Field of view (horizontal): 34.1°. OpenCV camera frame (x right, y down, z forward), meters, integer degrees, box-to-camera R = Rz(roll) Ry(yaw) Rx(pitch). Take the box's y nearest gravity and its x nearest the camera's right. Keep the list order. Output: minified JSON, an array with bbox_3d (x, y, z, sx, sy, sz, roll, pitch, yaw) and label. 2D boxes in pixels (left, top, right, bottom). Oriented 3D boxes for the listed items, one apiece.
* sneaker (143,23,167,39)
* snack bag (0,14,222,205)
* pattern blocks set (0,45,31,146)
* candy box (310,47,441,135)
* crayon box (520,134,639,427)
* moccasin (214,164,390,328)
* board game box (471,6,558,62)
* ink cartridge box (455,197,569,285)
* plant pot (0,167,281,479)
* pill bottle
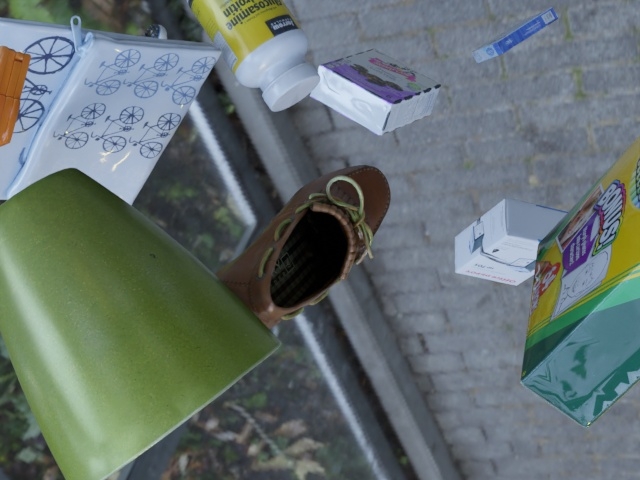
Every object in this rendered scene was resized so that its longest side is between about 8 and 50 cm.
[{"bbox_3d":[-0.321,-0.315,2.048,0.086,0.085,0.237,-1,126,-21],"label":"sneaker"},{"bbox_3d":[-0.330,-0.143,1.259,0.342,0.037,0.323,1,144,-37],"label":"snack bag"},{"bbox_3d":[-0.220,-0.163,0.546,0.285,0.026,0.325,50,117,29],"label":"pattern blocks set"},{"bbox_3d":[0.105,-0.280,1.944,0.165,0.196,0.070,32,123,21],"label":"candy box"},{"bbox_3d":[0.385,0.001,1.249,0.106,0.363,0.313,34,119,-3],"label":"crayon box"},{"bbox_3d":[-0.001,-0.003,1.395,0.147,0.380,0.139,-17,101,39],"label":"moccasin"},{"bbox_3d":[0.253,-0.267,1.362,0.090,0.090,0.020,-33,99,-9],"label":"board game box"},{"bbox_3d":[0.350,0.005,1.904,0.140,0.082,0.190,12,153,-18],"label":"ink cartridge box"},{"bbox_3d":[-0.238,0.077,1.141,0.275,0.275,0.293,-37,89,36],"label":"plant pot"},{"bbox_3d":[-0.080,-0.257,1.302,0.103,0.103,0.184,-39,81,37],"label":"pill bottle"}]
